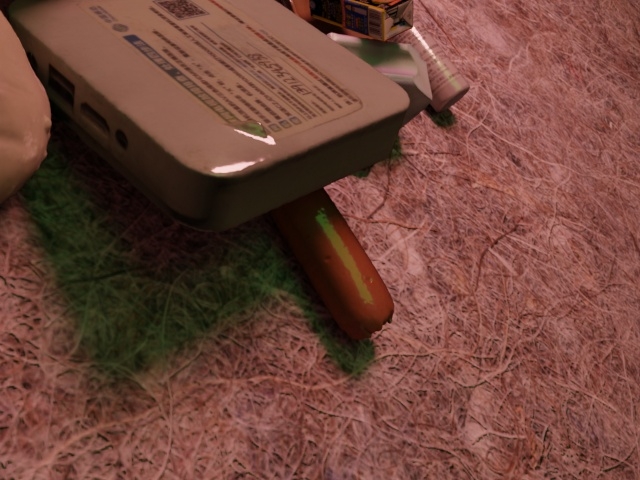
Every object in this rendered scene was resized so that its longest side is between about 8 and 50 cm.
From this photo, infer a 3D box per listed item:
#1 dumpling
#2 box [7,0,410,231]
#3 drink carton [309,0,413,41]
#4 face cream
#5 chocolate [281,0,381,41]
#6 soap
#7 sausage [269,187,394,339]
[{"bbox_3d":[-0.359,-0.143,0.680,0.187,0.243,0.318,13,49,-10],"label":"dumpling"},{"bbox_3d":[-0.135,-0.201,0.911,0.396,0.111,0.396,40,42,23],"label":"box"},{"bbox_3d":[0.061,-0.365,1.117,0.071,0.056,0.165,-32,46,-32],"label":"drink carton"},{"bbox_3d":[0.171,-0.368,1.344,0.082,0.082,0.269,-28,80,-45],"label":"face cream"},{"bbox_3d":[0.009,-0.389,1.237,0.160,0.083,0.262,-4,62,-19],"label":"chocolate"},{"bbox_3d":[0.081,-0.250,1.157,0.230,0.145,0.091,-2,71,-32],"label":"soap"},{"bbox_3d":[0.001,0.000,0.960,0.086,0.086,0.289,-21,74,-44],"label":"sausage"}]
